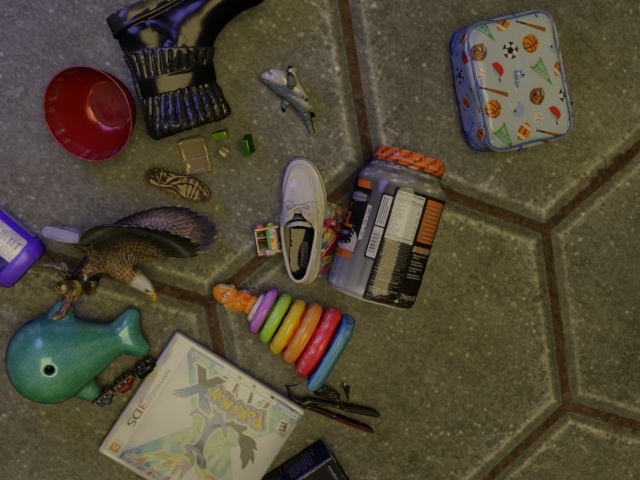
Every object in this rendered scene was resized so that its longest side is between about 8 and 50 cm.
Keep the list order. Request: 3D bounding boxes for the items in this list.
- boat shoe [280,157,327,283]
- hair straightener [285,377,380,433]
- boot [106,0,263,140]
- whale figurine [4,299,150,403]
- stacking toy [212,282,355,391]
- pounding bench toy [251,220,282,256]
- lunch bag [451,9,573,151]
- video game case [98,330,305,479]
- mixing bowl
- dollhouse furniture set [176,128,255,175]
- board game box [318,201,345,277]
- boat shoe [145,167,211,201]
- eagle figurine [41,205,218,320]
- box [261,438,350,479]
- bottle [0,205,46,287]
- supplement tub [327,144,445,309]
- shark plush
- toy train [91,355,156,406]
[{"bbox_3d":[-0.043,-0.041,1.507,0.096,0.088,0.267,4,92,9],"label":"boat shoe"},{"bbox_3d":[0.032,0.355,1.617,0.231,0.047,0.089,23,91,-10],"label":"hair straightener"},{"bbox_3d":[-0.218,-0.368,1.419,0.348,0.131,0.260,-23,95,1],"label":"boot"},{"bbox_3d":[-0.479,0.222,1.426,0.272,0.141,0.216,-15,99,-13],"label":"whale figurine"},{"bbox_3d":[-0.092,0.167,1.522,0.302,0.175,0.165,29,95,-1],"label":"stacking toy"},{"bbox_3d":[-0.111,-0.004,1.514,0.052,0.083,0.065,-11,100,-11],"label":"pounding bench toy"},{"bbox_3d":[0.426,-0.340,1.586,0.243,0.115,0.303,-15,99,-13],"label":"lunch bag"},{"bbox_3d":[-0.249,0.402,1.538,0.329,0.036,0.299,34,88,-9],"label":"video game case"},{"bbox_3d":[-0.426,-0.252,1.389,0.182,0.098,0.181,4,113,11],"label":"mixing bowl"},{"bbox_3d":[-0.217,-0.189,1.500,0.152,0.058,0.076,-11,107,8],"label":"dollhouse furniture set"},{"bbox_3d":[0.000,0.000,1.567,0.133,0.033,0.168,-10,98,-12],"label":"board game box"},{"bbox_3d":[-0.290,-0.114,1.480,0.136,0.045,0.050,22,83,-11],"label":"boat shoe"},{"bbox_3d":[-0.367,0.021,1.398,0.298,0.226,0.225,-35,140,9],"label":"eagle figurine"},{"bbox_3d":[-0.033,0.566,1.587,0.207,0.108,0.153,-31,102,-8],"label":"box"},{"bbox_3d":[-0.668,-0.036,1.376,0.283,0.092,0.118,42,90,-14],"label":"bottle"},{"bbox_3d":[0.145,-0.028,1.515,0.194,0.193,0.315,16,92,-14],"label":"supplement tub"},{"bbox_3d":[-0.059,-0.297,1.524,0.067,0.073,0.161,-29,124,11],"label":"shark plush"},{"bbox_3d":[-0.407,0.297,1.497,0.158,0.027,0.036,-36,73,2],"label":"toy train"}]
